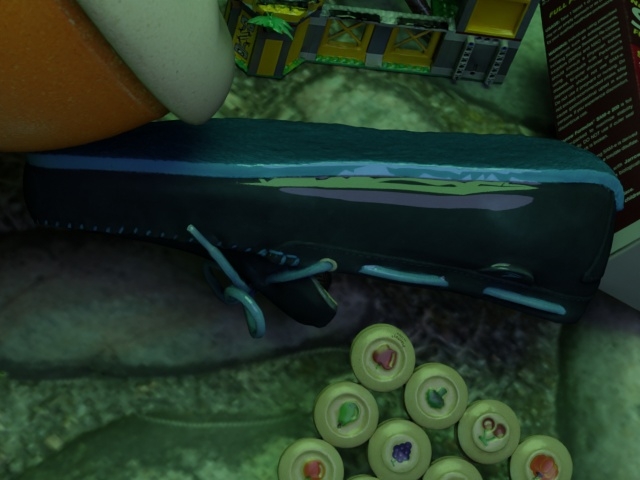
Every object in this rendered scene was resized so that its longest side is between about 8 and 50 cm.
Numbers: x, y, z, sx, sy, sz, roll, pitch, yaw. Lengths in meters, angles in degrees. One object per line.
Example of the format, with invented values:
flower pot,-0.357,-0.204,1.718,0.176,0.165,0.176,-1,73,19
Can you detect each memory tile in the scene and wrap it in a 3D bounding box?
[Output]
memory tile,0.059,0.127,0.906,0.148,0.012,0.113,35,82,-7

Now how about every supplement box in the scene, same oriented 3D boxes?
supplement box,0.219,-0.067,1.067,0.130,0.073,0.239,26,46,-34

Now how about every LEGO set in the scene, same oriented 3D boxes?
LEGO set,0.049,-0.270,1.123,0.255,0.192,0.331,13,53,-6

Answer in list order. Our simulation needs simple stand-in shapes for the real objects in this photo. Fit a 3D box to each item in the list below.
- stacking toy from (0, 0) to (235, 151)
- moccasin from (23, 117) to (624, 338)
stacking toy,-0.316,-0.108,0.834,0.480,0.350,0.351,-31,64,3
moccasin,0.000,0.000,0.932,0.342,0.117,0.138,5,17,2
